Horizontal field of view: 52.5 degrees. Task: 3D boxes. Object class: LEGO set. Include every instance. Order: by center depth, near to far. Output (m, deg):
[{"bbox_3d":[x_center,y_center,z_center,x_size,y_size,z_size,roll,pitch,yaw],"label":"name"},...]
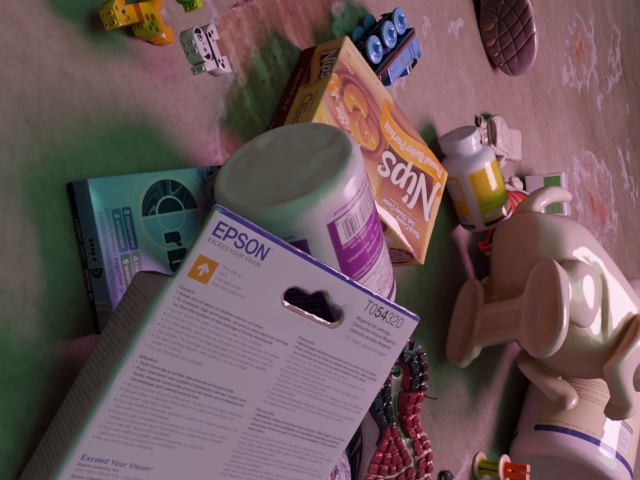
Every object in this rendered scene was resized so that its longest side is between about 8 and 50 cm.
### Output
[{"bbox_3d":[-0.187,-0.268,0.678,0.093,0.086,0.227,-50,124,-58],"label":"LEGO set"}]

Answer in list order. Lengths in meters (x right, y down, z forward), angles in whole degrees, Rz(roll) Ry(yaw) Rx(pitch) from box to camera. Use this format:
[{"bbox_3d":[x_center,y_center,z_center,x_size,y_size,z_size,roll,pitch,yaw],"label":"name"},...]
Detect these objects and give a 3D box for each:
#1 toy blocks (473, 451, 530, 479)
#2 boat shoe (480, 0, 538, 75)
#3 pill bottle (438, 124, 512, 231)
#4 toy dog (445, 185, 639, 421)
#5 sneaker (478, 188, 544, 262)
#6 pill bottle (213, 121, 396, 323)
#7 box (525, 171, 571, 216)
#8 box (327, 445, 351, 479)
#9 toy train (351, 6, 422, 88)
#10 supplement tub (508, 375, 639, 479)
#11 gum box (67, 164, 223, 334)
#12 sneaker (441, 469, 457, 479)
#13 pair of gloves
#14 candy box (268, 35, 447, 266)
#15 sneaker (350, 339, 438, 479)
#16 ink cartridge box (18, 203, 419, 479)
[{"bbox_3d":[0.347,0.453,1.194,0.123,0.148,0.054,-50,123,-40],"label":"toy blocks"},{"bbox_3d":[0.404,-0.520,1.391,0.116,0.123,0.325,-38,116,-47],"label":"boat shoe"},{"bbox_3d":[0.286,-0.116,1.216,0.103,0.103,0.184,-46,121,-42],"label":"pill bottle"},{"bbox_3d":[0.480,0.136,1.198,0.407,0.284,0.396,24,58,-20],"label":"toy dog"},{"bbox_3d":[0.370,0.035,1.319,0.118,0.107,0.279,2,91,-27],"label":"sneaker"},{"bbox_3d":[-0.002,0.025,0.785,0.169,0.169,0.302,-57,143,-36],"label":"pill bottle"},{"bbox_3d":[0.527,-0.103,1.502,0.102,0.087,0.101,-2,88,-63],"label":"box"},{"bbox_3d":[0.011,0.289,0.851,0.137,0.027,0.094,-92,158,-58],"label":"box"},{"bbox_3d":[0.094,-0.292,1.029,0.184,0.080,0.105,-55,132,-38],"label":"toy train"},{"bbox_3d":[0.553,0.366,1.381,0.235,0.235,0.325,57,48,-30],"label":"supplement tub"},{"bbox_3d":[-0.169,0.003,0.709,0.184,0.041,0.157,-14,97,-51],"label":"gum box"},{"bbox_3d":[0.243,0.440,1.159,0.031,0.035,0.083,-52,124,-40],"label":"sneaker"},{"bbox_3d":[0.398,-0.150,1.402,0.204,0.042,0.240,11,77,-49],"label":"pair of gloves"},{"bbox_3d":[0.068,-0.119,0.968,0.316,0.087,0.183,45,54,-38],"label":"candy box"},{"bbox_3d":[0.093,0.268,0.949,0.120,0.112,0.300,-3,102,-26],"label":"sneaker"},{"bbox_3d":[-0.084,0.161,0.670,0.324,0.071,0.330,31,88,-41],"label":"ink cartridge box"}]
